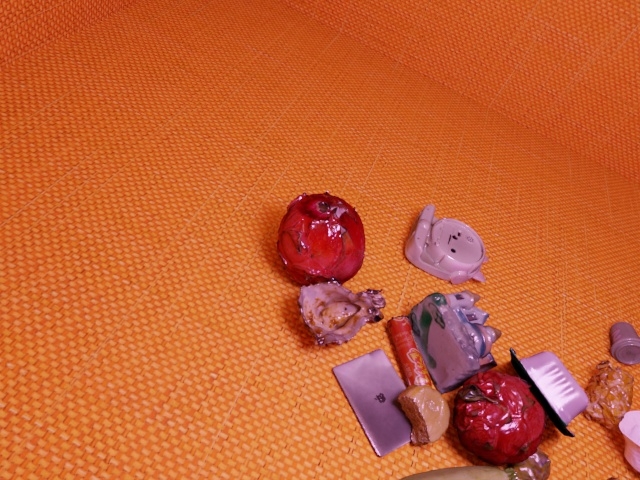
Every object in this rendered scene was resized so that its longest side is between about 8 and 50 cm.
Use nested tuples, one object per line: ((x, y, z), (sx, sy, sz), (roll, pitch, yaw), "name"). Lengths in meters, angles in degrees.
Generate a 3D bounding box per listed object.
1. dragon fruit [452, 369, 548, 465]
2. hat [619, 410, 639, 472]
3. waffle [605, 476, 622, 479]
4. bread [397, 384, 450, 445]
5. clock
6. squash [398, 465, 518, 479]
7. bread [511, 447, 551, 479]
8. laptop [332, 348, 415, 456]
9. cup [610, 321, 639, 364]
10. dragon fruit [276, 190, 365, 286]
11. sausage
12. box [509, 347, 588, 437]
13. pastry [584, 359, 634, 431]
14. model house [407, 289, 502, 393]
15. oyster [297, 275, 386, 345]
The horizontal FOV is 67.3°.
((0.496, 0.480, 1.316), (0.299, 0.244, 0.244), (5, 49, -35), "dragon fruit")
((0.993, 0.622, 1.436), (0.203, 0.126, 0.203), (0, 22, 0), "hat")
((0.847, 0.735, 1.263), (0.055, 0.248, 0.221), (-42, 55, 4), "waffle")
((0.289, 0.468, 1.311), (0.125, 0.086, 0.156), (-13, 74, -25), "bread")
((0.487, 0.027, 1.791), (0.324, 0.108, 0.265), (27, 46, 0), "clock")
((0.327, 0.626, 1.197), (0.371, 0.118, 0.118), (-1, 52, -22), "squash")
((0.527, 0.667, 1.274), (0.087, 0.098, 0.269), (10, 31, 42), "bread")
((0.169, 0.448, 1.356), (0.188, 0.015, 0.269), (-13, 58, -31), "laptop")
((1.131, 0.373, 1.774), (0.120, 0.120, 0.141), (28, 38, 1), "cup")
((0.000, 0.000, 1.499), (0.296, 0.301, 0.295), (-2, 49, 3), "dragon fruit")
((0.271, 0.355, 1.443), (0.083, 0.083, 0.264), (0, 53, -23), "sausage")
((0.671, 0.423, 1.397), (0.106, 0.337, 0.264), (-34, 62, 6), "box")
((0.951, 0.499, 1.589), (0.154, 0.102, 0.250), (39, 49, 7), "pastry")
((0.478, 0.291, 1.511), (0.325, 0.194, 0.267), (-3, 53, -30), "model house")
((0.073, 0.200, 1.436), (0.337, 0.133, 0.197), (-9, 86, -35), "oyster")
